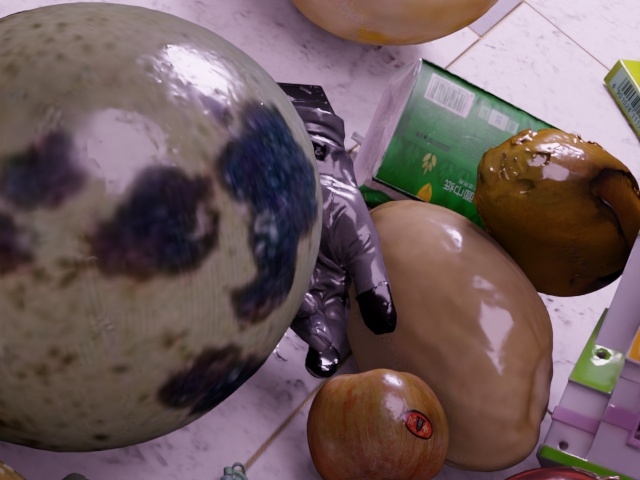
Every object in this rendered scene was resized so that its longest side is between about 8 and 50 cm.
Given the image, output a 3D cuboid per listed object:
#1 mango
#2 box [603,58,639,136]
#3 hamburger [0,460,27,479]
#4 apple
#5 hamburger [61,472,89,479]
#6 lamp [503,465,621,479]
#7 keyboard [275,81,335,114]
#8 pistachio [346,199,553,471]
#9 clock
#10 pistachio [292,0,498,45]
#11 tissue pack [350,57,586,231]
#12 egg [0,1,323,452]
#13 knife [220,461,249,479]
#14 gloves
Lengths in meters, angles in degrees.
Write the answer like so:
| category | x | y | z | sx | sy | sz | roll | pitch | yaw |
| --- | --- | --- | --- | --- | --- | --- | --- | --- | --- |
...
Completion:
| category | x | y | z | sx | sy | sz | roll | pitch | yaw |
| --- | --- | --- | --- | --- | --- | --- | --- | --- | --- |
| mango | 0.225 | -0.028 | 1.610 | 0.151 | 0.156 | 0.248 | 43 | 8 | 29 |
| box | 0.512 | -0.094 | 2.130 | 0.187 | 0.047 | 0.335 | 1 | 51 | -37 |
| hamburger | -0.258 | 0.237 | 1.116 | 0.288 | 0.168 | 0.192 | 27 | 41 | -10 |
| apple | 0.049 | 0.167 | 1.453 | 0.126 | 0.126 | 0.102 | 4 | 69 | -34 |
| hamburger | -0.176 | 0.247 | 1.264 | 0.121 | 0.054 | 0.084 | 44 | 37 | -1 |
| lamp | 0.184 | 0.281 | 1.410 | 0.151 | 0.215 | 0.223 | 63 | 3 | -10 |
| keyboard | -0.052 | -0.152 | 1.798 | 0.155 | 0.010 | 0.053 | 1 | 51 | -36 |
| pistachio | 0.120 | 0.086 | 1.564 | 0.293 | 0.181 | 0.162 | 60 | 5 | 29 |
| clock | 0.372 | 0.115 | 1.554 | 0.235 | 0.310 | 0.166 | 20 | -10 | 19 |
| pistachio | 0.062 | -0.343 | 1.907 | 0.308 | 0.230 | 0.230 | 16 | 42 | -16 |
| tissue pack | 0.144 | -0.074 | 1.774 | 0.209 | 0.156 | 0.148 | 25 | 75 | -15 |
| egg | -0.171 | -0.014 | 1.306 | 0.345 | 0.345 | 0.428 | 45 | 23 | 12 |
| knife | -0.009 | 0.233 | 1.422 | 0.166 | 0.022 | 0.078 | 12 | 51 | -25 |
| gloves | -0.001 | 0.001 | 1.522 | 0.142 | 0.119 | 0.286 | 5 | 50 | -7 |
